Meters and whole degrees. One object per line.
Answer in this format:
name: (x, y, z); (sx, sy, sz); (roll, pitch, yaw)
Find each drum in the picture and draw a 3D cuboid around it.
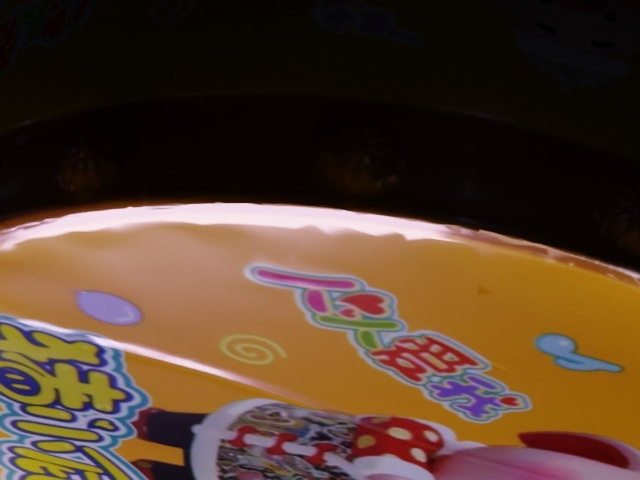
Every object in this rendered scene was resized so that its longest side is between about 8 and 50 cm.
drum: (0.039, 0.004, 0.709); (0.431, 0.214, 0.431); (9, 152, 5)
